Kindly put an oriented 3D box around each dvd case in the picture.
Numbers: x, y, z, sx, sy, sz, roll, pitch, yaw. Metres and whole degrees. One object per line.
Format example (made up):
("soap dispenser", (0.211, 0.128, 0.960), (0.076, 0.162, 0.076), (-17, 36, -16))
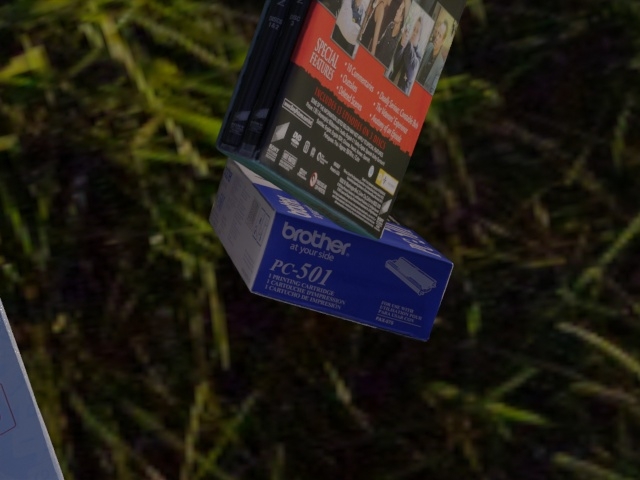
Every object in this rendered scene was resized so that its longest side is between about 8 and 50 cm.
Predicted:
("dvd case", (0.016, -0.065, 0.429), (0.119, 0.013, 0.087), (-70, 157, -3))

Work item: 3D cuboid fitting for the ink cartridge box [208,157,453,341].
("ink cartridge box", (0.000, 0.000, 1.004), (0.097, 0.207, 0.046), (16, 98, -12))

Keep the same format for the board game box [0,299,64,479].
("board game box", (-0.226, 0.055, 0.897), (0.066, 0.318, 0.318), (-29, 125, -24))
